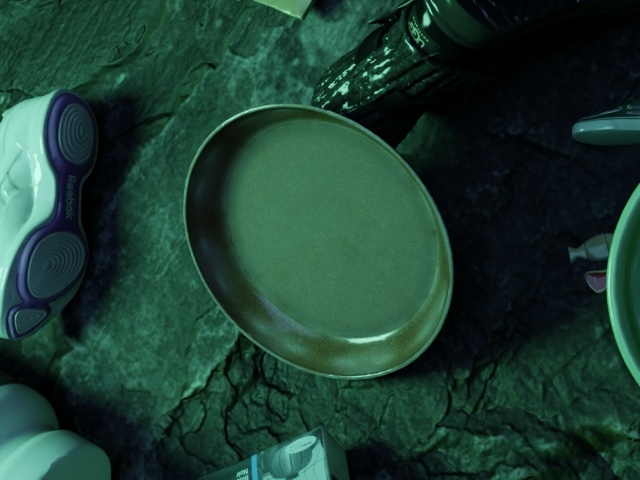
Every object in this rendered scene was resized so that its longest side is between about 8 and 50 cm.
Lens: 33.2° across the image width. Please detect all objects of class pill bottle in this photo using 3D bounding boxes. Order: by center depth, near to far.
[{"bbox_3d":[-0.430,0.230,1.209,0.363,0.210,0.210,23,88,23],"label":"pill bottle"}]

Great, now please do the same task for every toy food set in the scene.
[{"bbox_3d":[0.315,0.019,1.071,0.122,0.019,0.077,-22,73,16],"label":"toy food set"}]

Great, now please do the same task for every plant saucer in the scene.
[{"bbox_3d":[0.000,0.000,1.108,0.311,0.050,0.310,14,121,25],"label":"plant saucer"}]

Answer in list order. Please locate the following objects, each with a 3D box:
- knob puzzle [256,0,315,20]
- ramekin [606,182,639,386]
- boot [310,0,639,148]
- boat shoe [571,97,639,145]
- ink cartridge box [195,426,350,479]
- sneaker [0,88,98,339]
[{"bbox_3d":[-0.053,-0.370,1.280,0.213,0.030,0.213,-4,79,20],"label":"knob puzzle"},{"bbox_3d":[0.412,0.042,0.947,0.304,0.148,0.303,-1,85,17],"label":"ramekin"},{"bbox_3d":[0.171,-0.216,1.103,0.131,0.348,0.260,63,146,13],"label":"boot"},{"bbox_3d":[0.326,-0.124,1.084,0.142,0.049,0.040,-4,73,13],"label":"boat shoe"},{"bbox_3d":[-0.037,0.352,1.034,0.165,0.065,0.332,-26,42,13],"label":"ink cartridge box"},{"bbox_3d":[-0.357,-0.030,1.303,0.152,0.114,0.305,0,75,35],"label":"sneaker"}]
